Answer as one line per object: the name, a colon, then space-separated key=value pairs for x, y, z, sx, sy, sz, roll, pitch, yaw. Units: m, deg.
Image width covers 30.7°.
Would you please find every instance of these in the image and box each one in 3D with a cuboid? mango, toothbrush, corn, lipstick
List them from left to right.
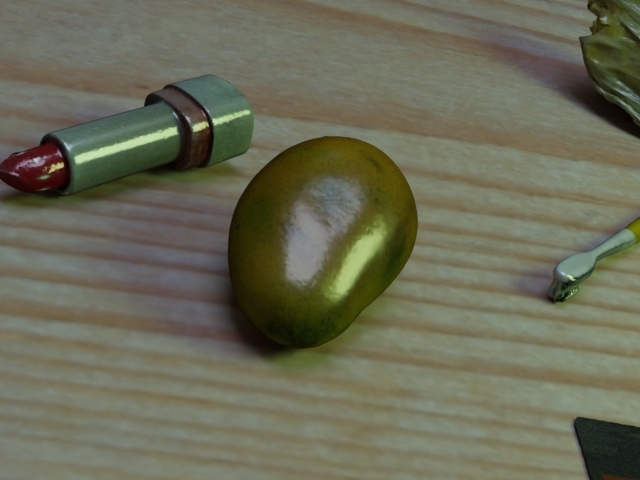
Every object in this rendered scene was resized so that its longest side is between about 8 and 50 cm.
lipstick: x=-0.136 y=-0.063 z=0.795 sx=0.186 sy=0.057 sz=0.063 roll=-22 pitch=48 yaw=-38
mango: x=-0.003 y=-0.003 z=0.724 sx=0.111 sy=0.089 sz=0.163 roll=30 pitch=42 yaw=19
toothbrush: x=0.247 y=-0.006 z=0.910 sx=0.021 sy=0.024 sz=0.288 roll=35 pitch=34 yaw=24
corn: x=0.381 y=-0.141 z=1.085 sx=0.305 sy=0.123 sz=0.122 roll=32 pitch=36 yaw=25

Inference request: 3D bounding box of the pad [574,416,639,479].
pad: x=0.221 y=0.175 z=0.626 sx=0.143 sy=0.003 sz=0.211 roll=11 pitch=31 yaw=-9
